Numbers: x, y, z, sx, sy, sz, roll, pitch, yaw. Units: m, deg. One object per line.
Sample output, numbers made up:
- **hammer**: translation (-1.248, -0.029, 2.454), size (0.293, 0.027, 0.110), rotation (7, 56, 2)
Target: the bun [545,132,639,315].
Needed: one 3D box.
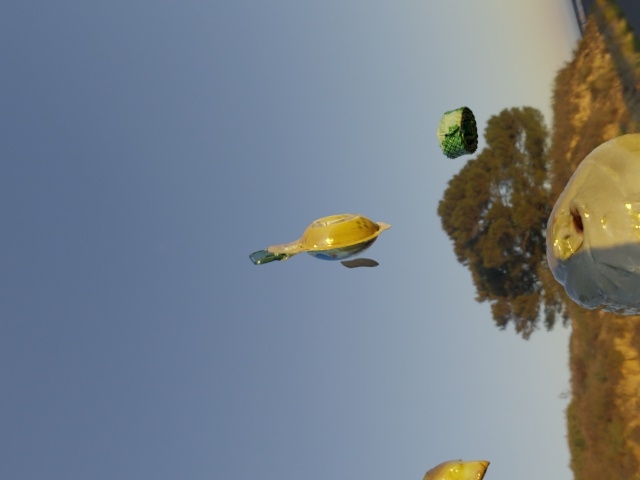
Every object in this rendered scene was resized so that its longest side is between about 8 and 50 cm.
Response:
- **bun**: translation (0.270, -0.011, 0.470), size (0.166, 0.113, 0.173), rotation (-118, 33, -68)

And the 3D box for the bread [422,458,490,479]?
- **bread**: translation (0.172, 0.440, 0.803), size (0.233, 0.088, 0.161), rotation (-44, -33, -37)

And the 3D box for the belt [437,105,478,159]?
- **belt**: translation (0.336, -0.265, 1.293), size (0.151, 0.079, 0.121), rotation (-40, -64, -51)

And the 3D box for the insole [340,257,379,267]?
- **insole**: translation (0.097, 0.056, 1.259), size (0.135, 0.045, 0.002), rotation (-3, -59, -50)

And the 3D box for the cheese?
- **cheese**: translation (0.000, 0.000, 0.972), size (0.177, 0.270, 0.069), rotation (-148, 46, -71)
